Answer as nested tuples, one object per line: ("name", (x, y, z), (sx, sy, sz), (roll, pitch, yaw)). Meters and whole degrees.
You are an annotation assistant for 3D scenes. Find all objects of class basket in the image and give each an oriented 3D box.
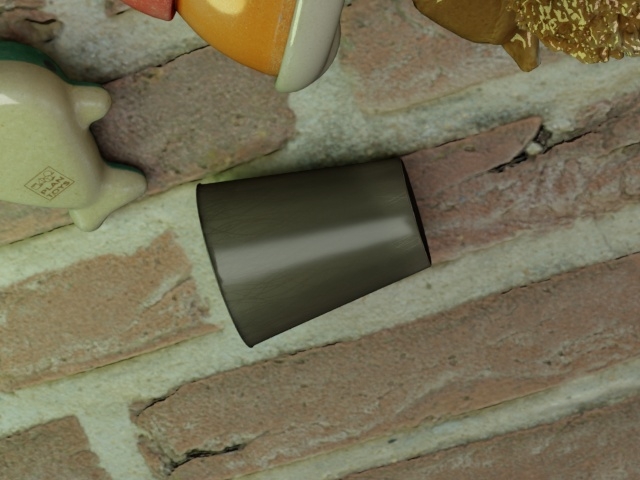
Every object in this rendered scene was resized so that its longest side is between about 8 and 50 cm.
("basket", (0.000, 0.000, 1.775), (0.227, 0.154, 0.204), (-15, 117, 6))

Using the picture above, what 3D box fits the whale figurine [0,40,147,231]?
("whale figurine", (-0.317, -0.116, 1.754), (0.216, 0.141, 0.272), (-37, 135, 20))

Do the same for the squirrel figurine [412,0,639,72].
("squirrel figurine", (0.212, -0.323, 1.457), (0.281, 0.397, 0.370), (27, 118, -20))

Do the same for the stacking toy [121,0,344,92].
("stacking toy", (-0.191, -0.347, 1.476), (0.480, 0.350, 0.351), (11, 118, -5))
